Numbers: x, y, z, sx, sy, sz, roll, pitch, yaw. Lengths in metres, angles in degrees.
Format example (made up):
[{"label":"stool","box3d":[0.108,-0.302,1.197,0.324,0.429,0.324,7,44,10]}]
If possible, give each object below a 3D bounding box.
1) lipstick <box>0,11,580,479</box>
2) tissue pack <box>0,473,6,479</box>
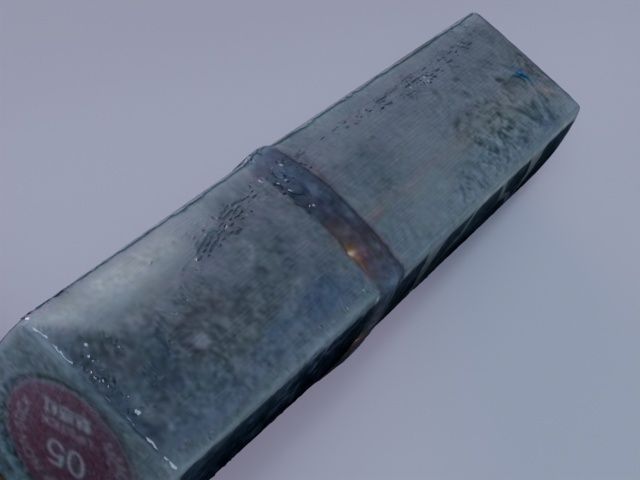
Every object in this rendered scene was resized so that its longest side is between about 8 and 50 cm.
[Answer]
[{"label":"lipstick","box3d":[0.000,0.000,0.537,0.076,0.077,0.290,42,44,8]},{"label":"tissue pack","box3d":[-0.241,0.135,0.518,0.275,0.200,0.167,-37,80,-7]}]
